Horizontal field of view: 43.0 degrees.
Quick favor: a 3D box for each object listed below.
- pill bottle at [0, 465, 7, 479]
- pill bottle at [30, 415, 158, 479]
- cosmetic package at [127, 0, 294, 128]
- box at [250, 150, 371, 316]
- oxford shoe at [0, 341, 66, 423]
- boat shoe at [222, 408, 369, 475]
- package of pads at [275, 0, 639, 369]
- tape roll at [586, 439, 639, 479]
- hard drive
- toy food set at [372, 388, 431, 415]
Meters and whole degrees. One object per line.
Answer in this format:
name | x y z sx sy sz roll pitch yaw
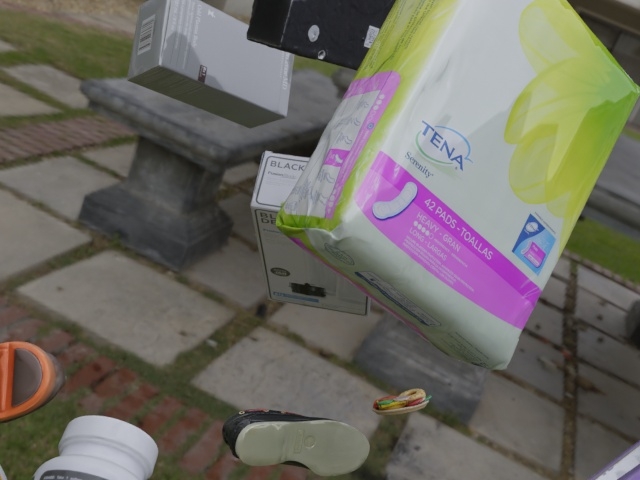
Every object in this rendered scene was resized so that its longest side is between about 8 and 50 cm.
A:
pill bottle | -0.311 0.249 0.527 0.162 0.162 0.278 18 17 -13
pill bottle | -0.405 0.489 1.346 0.210 0.210 0.362 20 47 -7
cosmetic package | -0.160 -0.268 1.229 0.238 0.127 0.107 13 -14 -39
box | 0.000 0.000 1.149 0.169 0.290 0.087 10 62 5
oxford shoe | -0.535 0.233 1.129 0.364 0.129 0.132 -10 -14 -1
boat shoe | -0.018 0.166 0.677 0.133 0.048 0.042 14 3 -31
package of pads | 0.120 -0.076 0.674 0.229 0.296 0.101 37 -16 -30
tape roll | 0.232 0.157 0.492 0.275 0.275 0.090 -6 53 -54
hard drive | 0.071 -0.312 0.946 0.064 0.236 0.339 26 17 36
toy food set | 0.113 0.226 1.132 0.083 0.020 0.082 -9 -3 -8
